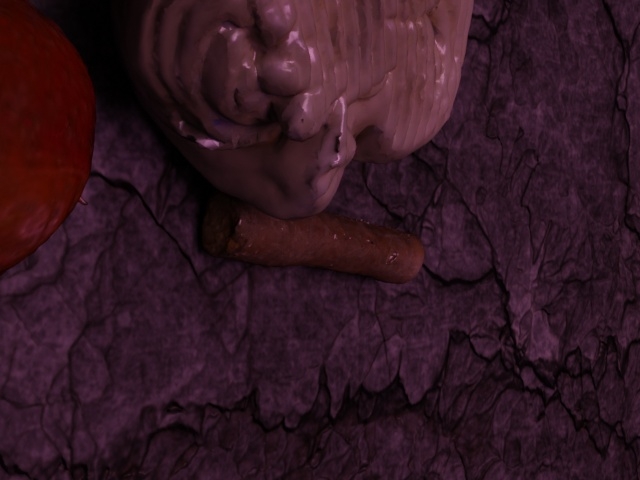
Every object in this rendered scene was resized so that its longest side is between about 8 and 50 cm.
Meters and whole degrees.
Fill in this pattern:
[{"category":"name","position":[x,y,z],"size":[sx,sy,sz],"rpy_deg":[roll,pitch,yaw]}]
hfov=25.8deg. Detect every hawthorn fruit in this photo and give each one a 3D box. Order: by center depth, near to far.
[{"category":"hawthorn fruit","position":[-0.278,-0.079,0.905],"size":[0.262,0.258,0.258],"rpy_deg":[-49,125,-56]}]

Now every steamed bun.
[{"category":"steamed bun","position":[-0.037,-0.205,1.207],"size":[0.352,0.247,0.339],"rpy_deg":[-49,141,-31]}]

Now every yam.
[{"category":"yam","position":[0.000,0.000,1.372],"size":[0.299,0.066,0.066],"rpy_deg":[9,81,-49]}]
